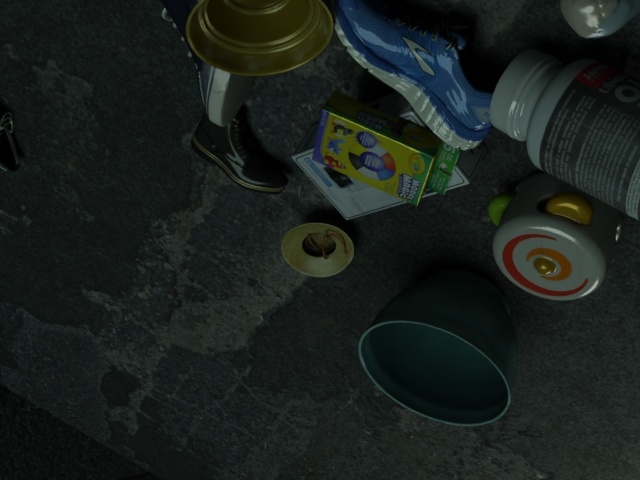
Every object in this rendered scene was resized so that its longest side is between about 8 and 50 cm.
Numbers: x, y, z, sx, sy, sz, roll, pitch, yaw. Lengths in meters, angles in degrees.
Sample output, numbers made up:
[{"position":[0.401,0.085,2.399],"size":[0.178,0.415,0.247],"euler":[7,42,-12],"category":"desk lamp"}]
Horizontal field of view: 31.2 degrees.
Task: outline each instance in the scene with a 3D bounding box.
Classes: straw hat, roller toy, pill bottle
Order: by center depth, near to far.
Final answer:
[{"position":[0.404,-0.149,1.613],"size":[0.319,0.176,0.176],"euler":[32,148,29],"category":"pill bottle"},{"position":[0.385,-0.002,1.864],"size":[0.209,0.146,0.191],"euler":[-17,124,45],"category":"roller toy"},{"position":[0.000,0.000,2.205],"size":[0.145,0.061,0.144],"euler":[6,132,6],"category":"straw hat"}]

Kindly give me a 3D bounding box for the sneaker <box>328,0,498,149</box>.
[{"position":[0.155,-0.294,1.721],"size":[0.330,0.129,0.147],"euler":[40,123,-7],"category":"sneaker"}]

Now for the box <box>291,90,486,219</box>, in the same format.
[{"position":[0.111,-0.148,1.930],"size":[0.290,0.087,0.169],"euler":[-15,125,44],"category":"box"}]

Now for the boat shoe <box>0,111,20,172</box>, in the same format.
[{"position":[-0.687,-0.231,2.376],"size":[0.079,0.095,0.254],"euler":[20,144,16],"category":"boat shoe"}]

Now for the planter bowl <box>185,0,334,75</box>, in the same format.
[{"position":[-0.091,-0.344,1.698],"size":[0.217,0.090,0.217],"euler":[-3,151,-2],"category":"planter bowl"}]

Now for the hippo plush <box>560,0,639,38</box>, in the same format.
[{"position":[0.389,-0.377,1.341],"size":[0.294,0.234,0.236],"euler":[34,144,-4],"category":"hippo plush"}]

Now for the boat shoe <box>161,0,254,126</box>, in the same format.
[{"position":[-0.188,-0.351,1.881],"size":[0.158,0.127,0.340],"euler":[27,135,13],"category":"boat shoe"}]

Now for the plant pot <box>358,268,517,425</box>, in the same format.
[{"position":[0.242,0.178,2.136],"size":[0.293,0.196,0.293],"euler":[19,142,15],"category":"plant pot"}]

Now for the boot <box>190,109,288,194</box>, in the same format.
[{"position":[-0.138,-0.176,2.087],"size":[0.198,0.077,0.137],"euler":[27,139,2],"category":"boot"}]

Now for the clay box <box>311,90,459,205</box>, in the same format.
[{"position":[0.102,-0.139,1.826],"size":[0.222,0.053,0.127],"euler":[25,144,9],"category":"clay box"}]
